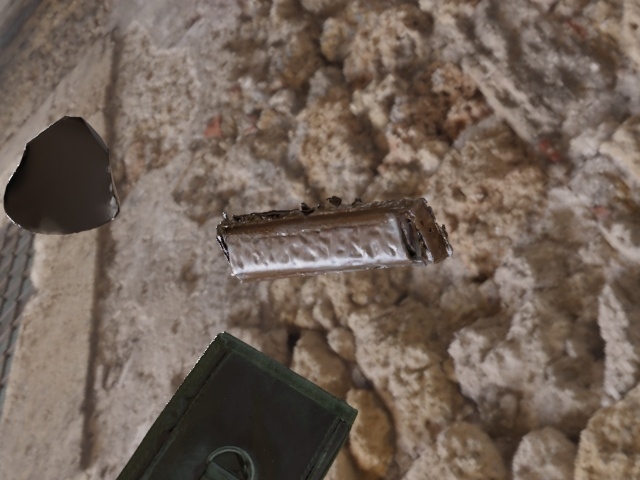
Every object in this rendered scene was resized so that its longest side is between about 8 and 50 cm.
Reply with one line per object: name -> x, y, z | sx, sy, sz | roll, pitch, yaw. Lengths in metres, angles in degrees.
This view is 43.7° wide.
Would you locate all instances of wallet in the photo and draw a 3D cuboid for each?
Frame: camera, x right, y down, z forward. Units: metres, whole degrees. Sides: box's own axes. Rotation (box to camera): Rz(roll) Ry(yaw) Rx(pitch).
wallet -> -0.089, 0.211, 0.711 | 0.160, 0.236, 0.055 | 28, 160, 13

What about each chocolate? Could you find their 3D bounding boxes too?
chocolate -> -0.002, 0.006, 0.943 | 0.065, 0.329, 0.102 | -47, -60, -42
chocolate -> -0.288, -0.076, 0.940 | 0.125, 0.149, 0.080 | 26, -168, -16
